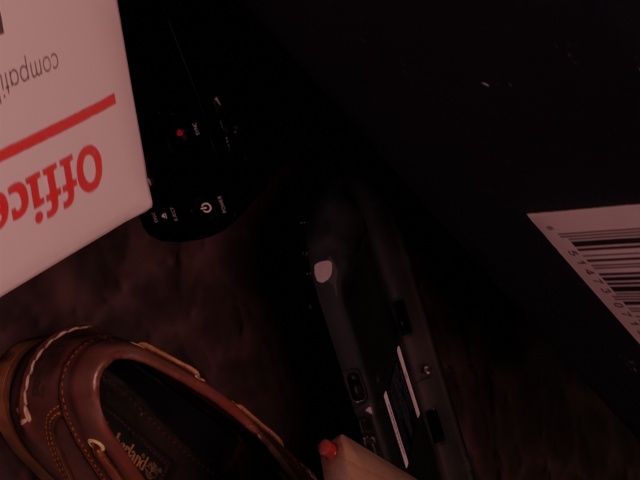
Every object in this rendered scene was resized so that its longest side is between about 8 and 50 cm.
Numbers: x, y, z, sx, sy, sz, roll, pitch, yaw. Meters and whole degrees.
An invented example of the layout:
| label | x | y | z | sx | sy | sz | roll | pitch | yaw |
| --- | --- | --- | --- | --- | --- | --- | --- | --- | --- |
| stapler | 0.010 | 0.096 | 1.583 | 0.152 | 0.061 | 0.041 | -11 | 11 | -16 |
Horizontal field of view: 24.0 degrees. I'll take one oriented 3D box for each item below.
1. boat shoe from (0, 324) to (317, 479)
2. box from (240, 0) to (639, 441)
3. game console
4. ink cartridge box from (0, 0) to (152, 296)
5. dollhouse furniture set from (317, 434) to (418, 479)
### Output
| label | x | y | z | sx | sy | sz | roll | pitch | yaw |
| --- | --- | --- | --- | --- | --- | --- | --- | --- | --- |
| boat shoe | -0.038 | 0.108 | 0.599 | 0.207 | 0.073 | 0.073 | 41 | 58 | -31 |
| box | 0.197 | -0.101 | 0.561 | 0.343 | 0.179 | 0.312 | 45 | 64 | -24 |
| game console | 0.000 | 0.000 | 0.612 | 0.213 | 0.044 | 0.361 | -52 | 128 | -60 |
| ink cartridge box | -0.152 | -0.078 | 0.395 | 0.207 | 0.119 | 0.354 | -41 | 127 | -61 |
| dollhouse furniture set | 0.017 | 0.191 | 0.520 | 0.129 | 0.129 | 0.184 | 36 | 24 | -39 |
